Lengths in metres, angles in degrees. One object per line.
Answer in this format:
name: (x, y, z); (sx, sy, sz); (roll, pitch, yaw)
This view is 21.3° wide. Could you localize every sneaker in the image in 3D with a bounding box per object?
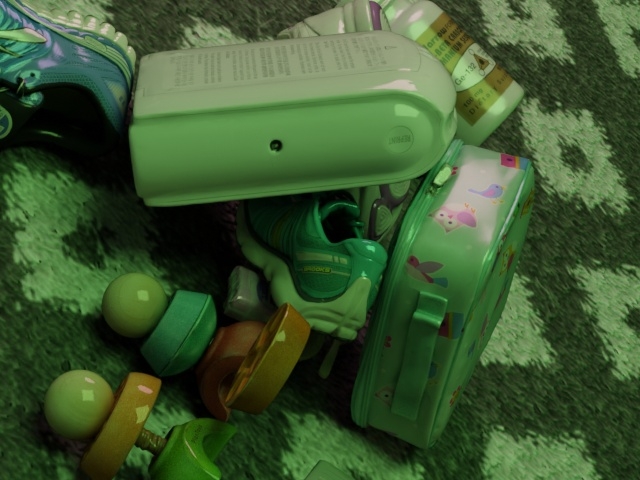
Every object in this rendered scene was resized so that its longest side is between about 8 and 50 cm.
sneaker: (0.015, -0.118, 1.840); (0.114, 0.152, 0.305); (58, 24, -55)
sneaker: (-0.314, -0.167, 1.571); (0.330, 0.130, 0.147); (18, 44, -30)
sneaker: (0.000, 0.000, 1.613); (0.107, 0.110, 0.275); (23, 14, -27)

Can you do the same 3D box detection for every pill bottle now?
pill bottle: (0.113, -0.203, 1.976); (0.229, 0.131, 0.131); (44, 39, -2)

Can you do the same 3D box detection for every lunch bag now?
lunch bag: (0.114, 0.051, 1.640); (0.108, 0.279, 0.224); (21, 41, 13)

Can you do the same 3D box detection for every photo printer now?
photo printer: (-0.024, -0.124, 1.632); (0.308, 0.107, 0.256); (-6, 21, -2)

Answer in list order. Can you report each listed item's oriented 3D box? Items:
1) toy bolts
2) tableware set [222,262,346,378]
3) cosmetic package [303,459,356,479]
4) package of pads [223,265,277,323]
toy bolts: (-0.123, 0.094, 1.474); (0.158, 0.218, 0.228); (31, 22, -7)
tableware set: (-0.026, 0.057, 1.700); (0.128, 0.039, 0.194); (36, 39, -5)
cosmetic package: (-0.005, 0.286, 1.401); (0.127, 0.107, 0.238); (34, 16, 5)
package of pads: (-0.051, 0.062, 1.616); (0.083, 0.032, 0.050); (25, 40, -18)
